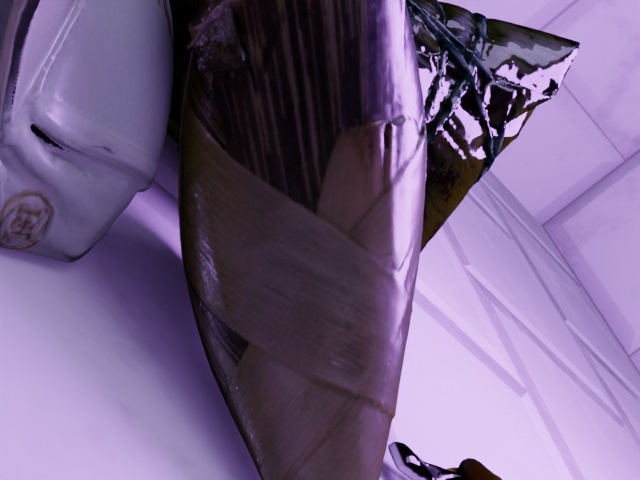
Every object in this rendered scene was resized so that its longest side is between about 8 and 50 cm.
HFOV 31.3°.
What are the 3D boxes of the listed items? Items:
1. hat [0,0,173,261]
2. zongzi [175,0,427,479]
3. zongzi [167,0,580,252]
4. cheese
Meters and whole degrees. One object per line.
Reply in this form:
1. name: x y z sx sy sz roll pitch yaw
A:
1. hat: -0.134 -0.159 0.626 0.168 0.301 0.257 0 48 -42
2. zongzi: 0.000 0.000 0.631 0.289 0.154 0.317 90 -10 -46
3. zongzi: -0.016 -0.120 0.868 0.383 0.319 0.362 30 1 -6
4. cheese: 0.108 0.199 0.886 0.162 0.036 0.086 41 20 -35
